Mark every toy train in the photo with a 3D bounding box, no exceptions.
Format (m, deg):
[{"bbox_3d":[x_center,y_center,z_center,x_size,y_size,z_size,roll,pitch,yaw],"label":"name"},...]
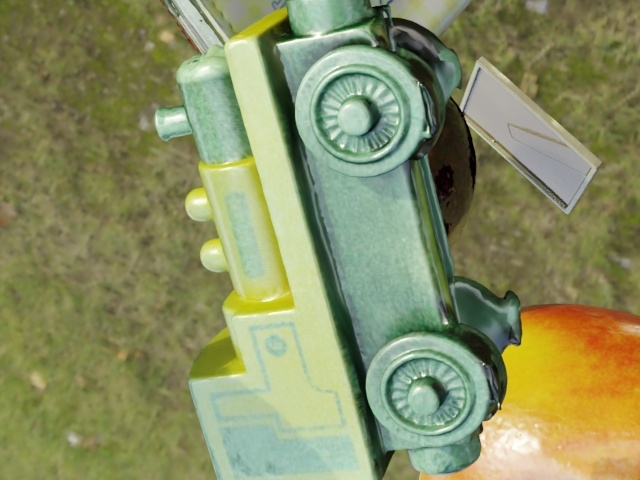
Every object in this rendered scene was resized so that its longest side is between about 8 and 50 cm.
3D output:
[{"bbox_3d":[0.000,0.000,0.906,0.237,0.150,0.368,-8,108,20],"label":"toy train"}]

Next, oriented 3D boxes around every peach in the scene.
[{"bbox_3d":[0.301,0.209,1.453,0.381,0.306,0.242,-1,107,-1],"label":"peach"}]

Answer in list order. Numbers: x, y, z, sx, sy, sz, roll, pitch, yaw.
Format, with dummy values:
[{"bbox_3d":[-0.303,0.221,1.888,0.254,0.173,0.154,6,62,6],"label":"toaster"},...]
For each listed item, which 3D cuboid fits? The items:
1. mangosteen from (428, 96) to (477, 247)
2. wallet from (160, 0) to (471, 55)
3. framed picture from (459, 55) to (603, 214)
[{"bbox_3d":[0.024,-0.108,1.440,0.306,0.306,0.359,11,118,17],"label":"mangosteen"},{"bbox_3d":[0.030,-0.231,1.000,0.223,0.309,0.077,50,159,-25],"label":"wallet"},{"bbox_3d":[0.262,-0.131,1.654,0.203,0.015,0.150,44,162,13],"label":"framed picture"}]
